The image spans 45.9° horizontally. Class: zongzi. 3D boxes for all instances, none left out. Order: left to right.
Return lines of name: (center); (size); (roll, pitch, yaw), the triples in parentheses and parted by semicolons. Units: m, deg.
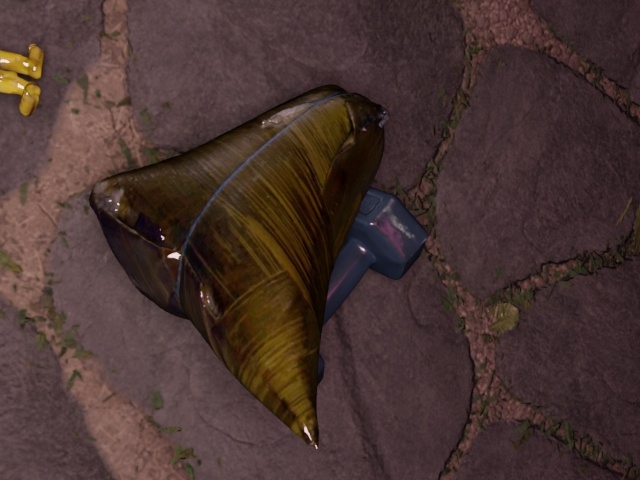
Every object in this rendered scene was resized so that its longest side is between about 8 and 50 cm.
zongzi: (0.000, 0.000, 0.906); (0.403, 0.432, 0.208); (-32, 139, -23)

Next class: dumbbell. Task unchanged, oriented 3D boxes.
dumbbell: (0.010, 0.071, 1.072); (0.156, 0.143, 0.316); (46, 72, -16)

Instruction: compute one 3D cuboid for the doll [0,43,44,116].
doll: (-0.495, -0.224, 0.826); (0.365, 0.160, 0.094); (20, 123, -28)
